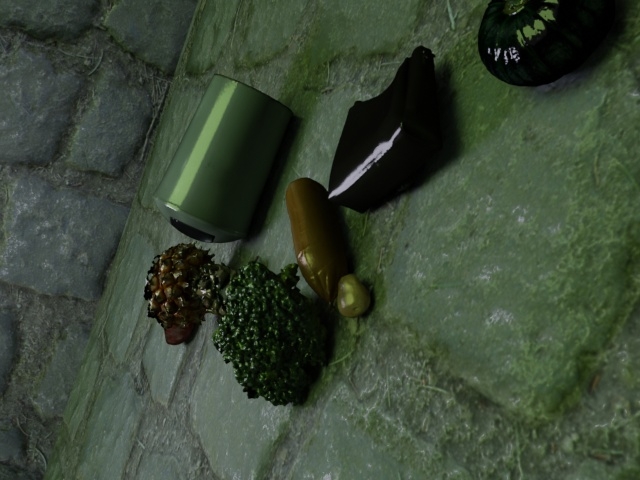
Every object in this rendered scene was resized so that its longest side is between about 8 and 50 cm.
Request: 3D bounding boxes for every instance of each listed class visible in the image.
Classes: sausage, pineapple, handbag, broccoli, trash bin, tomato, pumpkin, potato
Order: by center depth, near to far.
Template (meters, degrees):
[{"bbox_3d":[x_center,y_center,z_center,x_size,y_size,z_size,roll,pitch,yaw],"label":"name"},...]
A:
[{"bbox_3d":[0.325,-0.325,0.861,0.202,0.140,0.202,-32,48,43],"label":"pumpkin"},{"bbox_3d":[0.061,0.106,1.124,0.068,0.062,0.083,-26,80,16],"label":"potato"},{"bbox_3d":[0.128,-0.214,1.140,0.285,0.113,0.257,-39,37,52],"label":"handbag"},{"bbox_3d":[-0.005,0.000,1.236,0.112,0.112,0.328,-47,40,34],"label":"sausage"},{"bbox_3d":[-0.089,0.185,1.236,0.245,0.247,0.288,-53,-16,-67],"label":"broccoli"},{"bbox_3d":[-0.281,0.135,1.546,0.271,0.262,0.263,4,77,34],"label":"pineapple"},{"bbox_3d":[-0.269,-0.205,1.607,0.280,0.280,0.432,30,96,58],"label":"trash bin"},{"bbox_3d":[-0.430,0.247,1.797,0.139,0.091,0.159,-95,10,-48],"label":"tomato"}]
